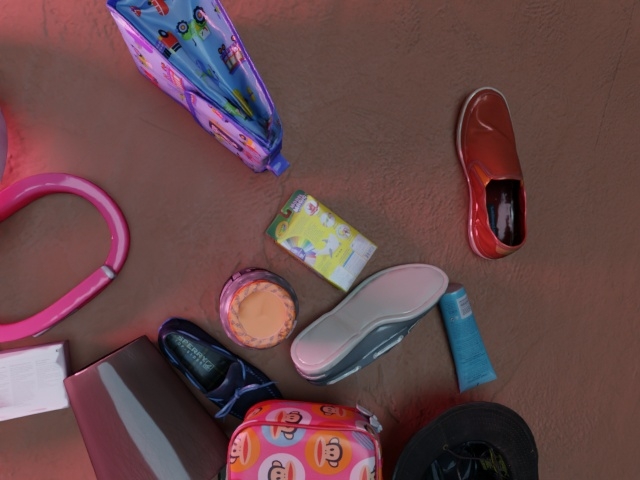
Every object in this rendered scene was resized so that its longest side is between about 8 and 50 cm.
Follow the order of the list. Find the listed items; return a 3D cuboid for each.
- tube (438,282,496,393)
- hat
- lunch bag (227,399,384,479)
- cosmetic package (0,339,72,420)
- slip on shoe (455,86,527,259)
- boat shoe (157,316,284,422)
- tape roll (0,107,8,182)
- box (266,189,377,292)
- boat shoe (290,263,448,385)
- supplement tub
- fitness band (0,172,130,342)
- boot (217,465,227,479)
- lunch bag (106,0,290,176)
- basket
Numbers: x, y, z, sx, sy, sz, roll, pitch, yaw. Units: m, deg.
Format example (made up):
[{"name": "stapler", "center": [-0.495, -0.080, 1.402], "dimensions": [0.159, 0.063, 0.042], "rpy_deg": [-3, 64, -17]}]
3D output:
[{"name": "tube", "center": [0.276, 0.186, 0.862], "dimensions": [0.080, 0.052, 0.207], "rpy_deg": [-19, 98, -3]}, {"name": "hat", "center": [0.225, 0.429, 0.805], "dimensions": [0.331, 0.134, 0.331], "rpy_deg": [0, 90, -20]}, {"name": "lunch bag", "center": [-0.005, 0.394, 0.662], "dimensions": [0.258, 0.120, 0.293], "rpy_deg": [4, 89, 3]}, {"name": "cosmetic package", "center": [-0.503, 0.217, 0.663], "dimensions": [0.239, 0.060, 0.099], "rpy_deg": [-6, 90, -21]}, {"name": "slip on shoe", "center": [0.333, -0.129, 0.851], "dimensions": [0.123, 0.101, 0.331], "rpy_deg": [-3, 88, -11]}, {"name": "boat shoe", "center": [-0.166, 0.232, 0.738], "dimensions": [0.258, 0.089, 0.109], "rpy_deg": [36, 82, -10]}, {"name": "tape roll", "center": [-0.633, -0.116, 0.591], "dimensions": [0.392, 0.072, 0.392], "rpy_deg": [1, 73, -4]}, {"name": "box", "center": [0.000, 0.000, 0.804], "dimensions": [0.179, 0.043, 0.105], "rpy_deg": [38, 82, -12]}, {"name": "boat shoe", "center": [0.094, 0.150, 0.811], "dimensions": [0.319, 0.116, 0.099], "rpy_deg": [-30, 136, -17]}, {"name": "supplement tub", "center": [-0.098, 0.102, 0.703], "dimensions": [0.117, 0.190, 0.117], "rpy_deg": [0, 90, -13]}, {"name": "fitness band", "center": [-0.444, 0.025, 0.697], "dimensions": [0.291, 0.054, 0.209], "rpy_deg": [-39, 97, -11]}, {"name": "boot", "center": [-0.068, 0.425, 0.774], "dimensions": [0.208, 0.076, 0.190], "rpy_deg": [0, 91, -19]}, {"name": "lunch bag", "center": [-0.145, -0.222, 0.682], "dimensions": [0.138, 0.221, 0.293], "rpy_deg": [-41, 97, -10]}, {"name": "basket", "center": [-0.274, 0.275, 0.687], "dimensions": [0.204, 0.154, 0.227], "rpy_deg": [-29, 92, -7]}]
